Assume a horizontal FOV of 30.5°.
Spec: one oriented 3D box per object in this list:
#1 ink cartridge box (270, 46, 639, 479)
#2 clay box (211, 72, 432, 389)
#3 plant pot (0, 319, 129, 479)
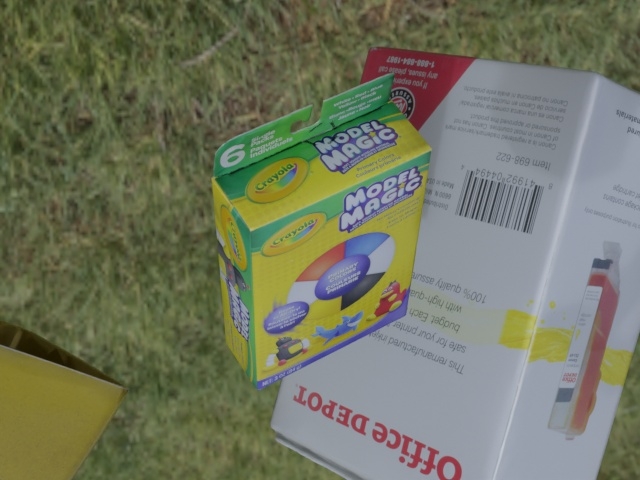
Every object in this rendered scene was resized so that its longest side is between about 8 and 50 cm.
[{"bbox_3d":[0.136,0.039,1.058,0.160,0.279,0.384,13,94,-42],"label":"ink cartridge box"},{"bbox_3d":[0.000,0.000,0.756,0.127,0.053,0.222,-25,150,-18],"label":"clay box"},{"bbox_3d":[-0.305,0.142,0.867,0.212,0.187,0.212,25,174,-35],"label":"plant pot"}]
